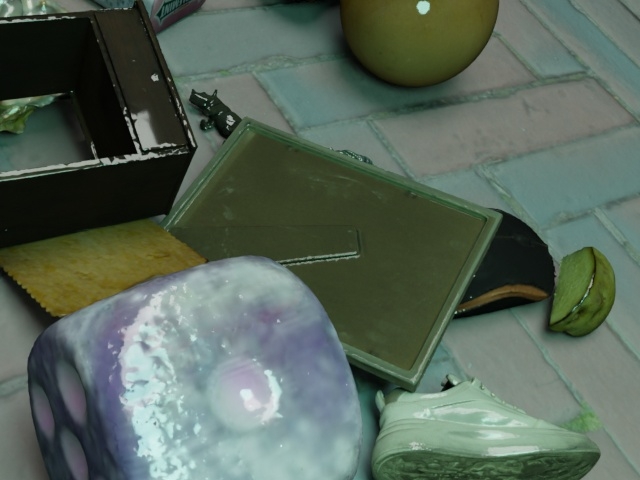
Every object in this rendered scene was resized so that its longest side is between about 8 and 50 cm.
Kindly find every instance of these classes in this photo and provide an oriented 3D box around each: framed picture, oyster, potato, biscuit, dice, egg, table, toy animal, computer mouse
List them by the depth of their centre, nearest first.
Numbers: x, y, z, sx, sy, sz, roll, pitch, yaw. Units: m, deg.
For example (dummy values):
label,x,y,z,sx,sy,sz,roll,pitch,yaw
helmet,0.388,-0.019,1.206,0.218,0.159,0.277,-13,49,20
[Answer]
label,x,y,z,sx,sy,sz,roll,pitch,yaw
dice,-0.136,0.184,0.953,0.270,0.271,0.270,-16,81,-35
table,-0.353,-0.157,1.207,0.282,0.196,0.251,-12,70,-27
biscuit,-0.303,0.020,1.209,0.232,0.013,0.237,-21,37,-36
framed picture,0.000,0.000,1.300,0.446,0.028,0.326,23,56,17
oyster,-0.462,-0.277,1.416,0.237,0.115,0.351,26,49,-10
computer mouse,0.243,0.030,1.419,0.323,0.116,0.183,-8,58,-29
potato,0.441,0.102,1.433,0.120,0.081,0.149,39,51,-21
toy animal,-0.174,-0.212,1.516,0.135,0.047,0.065,42,42,19
egg,0.191,-0.460,1.714,0.301,0.301,0.374,22,44,-3

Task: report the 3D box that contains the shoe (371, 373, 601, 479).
label,x,y,z,sx,sy,sz,roll,pitch,yaw
shoe,0.208,0.250,1.200,0.316,0.124,0.159,5,41,-18

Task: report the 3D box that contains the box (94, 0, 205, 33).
label,x,y,z,sx,sy,sz,roll,pitch,yaw
box,-0.404,-0.543,1.679,0.369,0.112,0.190,33,44,8

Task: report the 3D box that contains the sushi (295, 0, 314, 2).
label,x,y,z,sx,sy,sz,roll,pitch,yaw
sushi,0.013,-0.590,1.841,0.182,0.196,0.343,39,41,10

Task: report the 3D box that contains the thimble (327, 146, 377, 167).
label,x,y,z,sx,sy,sz,roll,pitch,yaw
thimble,0.043,-0.077,1.448,0.118,0.090,0.135,6,48,-12
